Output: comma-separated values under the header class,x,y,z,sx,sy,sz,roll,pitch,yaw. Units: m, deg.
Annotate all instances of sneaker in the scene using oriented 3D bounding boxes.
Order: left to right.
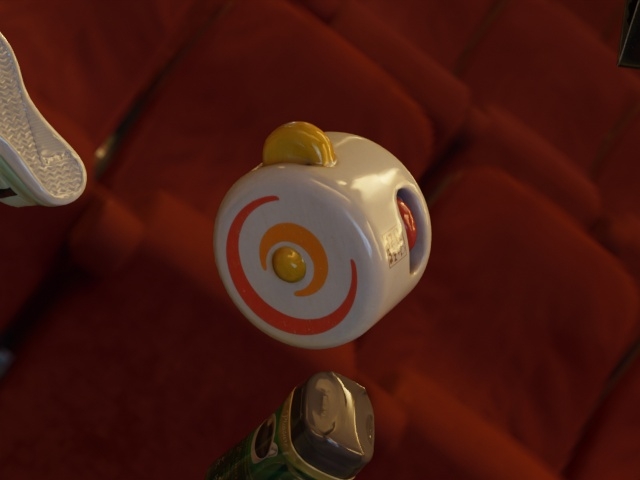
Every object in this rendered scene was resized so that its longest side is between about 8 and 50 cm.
class,x,y,z,sx,sy,sz,roll,pitch,yaw
sneaker,-0.375,-0.137,1.958,0.151,0.094,0.256,-11,-65,56

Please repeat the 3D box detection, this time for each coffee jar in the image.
class,x,y,z,sx,sy,sz,roll,pitch,yaw
coffee jar,-0.028,0.198,1.589,0.079,0.184,0.096,28,40,-22

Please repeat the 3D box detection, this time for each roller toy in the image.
class,x,y,z,sx,sy,sz,roll,pitch,yaw
roller toy,0.000,0.000,1.732,0.191,0.209,0.146,40,35,9

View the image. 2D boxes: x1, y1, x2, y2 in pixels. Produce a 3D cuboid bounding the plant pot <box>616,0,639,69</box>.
class,x,y,z,sx,sy,sz,roll,pitch,yaw
plant pot,0.326,-0.227,1.302,0.167,0.187,0.188,15,37,2
